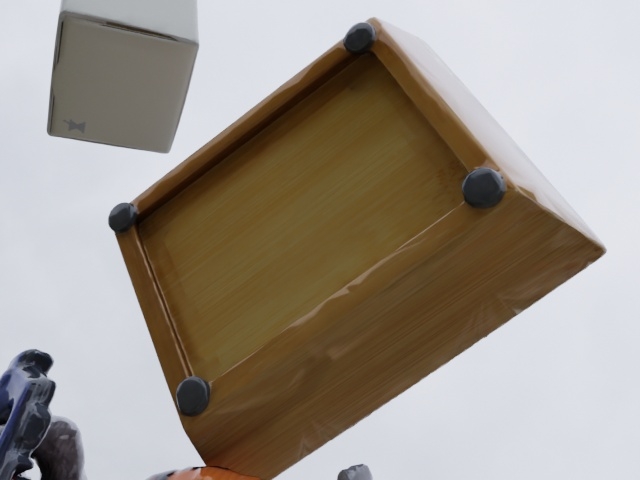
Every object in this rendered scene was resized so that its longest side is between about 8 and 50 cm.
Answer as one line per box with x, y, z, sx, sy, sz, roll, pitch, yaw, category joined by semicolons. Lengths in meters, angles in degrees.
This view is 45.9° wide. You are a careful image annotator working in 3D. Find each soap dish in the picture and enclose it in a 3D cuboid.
0.000;0.000;0.518;0.291;0.229;0.118;-36;-36;9;soap dish

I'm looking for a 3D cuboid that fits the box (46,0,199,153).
-0.202;-0.249;0.783;0.121;0.311;0.148;8;-42;-20;box

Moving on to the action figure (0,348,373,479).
-0.157;0.249;0.440;0.330;0.341;0.178;-2;-36;35;action figure
